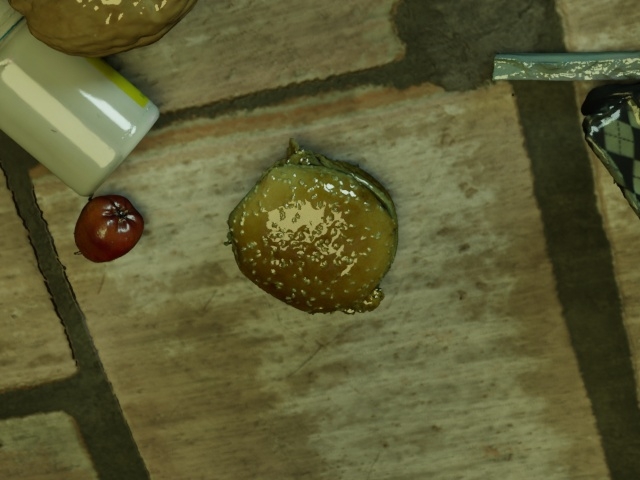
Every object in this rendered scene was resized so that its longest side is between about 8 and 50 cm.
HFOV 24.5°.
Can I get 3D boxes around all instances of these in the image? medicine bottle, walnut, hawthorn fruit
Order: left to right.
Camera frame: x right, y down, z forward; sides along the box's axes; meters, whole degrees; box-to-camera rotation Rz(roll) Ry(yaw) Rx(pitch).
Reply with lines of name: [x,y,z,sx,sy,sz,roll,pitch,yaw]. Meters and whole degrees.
medicine bottle: [-0.326,-0.181,1.722,0.258,0.143,0.143,40,115,-10]
hawthorn fruit: [-0.269,-0.010,1.833,0.081,0.081,0.093,41,132,-9]
walnut: [-0.232,-0.303,1.620,0.245,0.198,0.198,-19,110,11]

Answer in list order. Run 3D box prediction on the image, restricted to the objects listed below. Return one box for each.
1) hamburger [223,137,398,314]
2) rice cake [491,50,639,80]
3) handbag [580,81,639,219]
hamburger: [0.000,0.000,1.760,0.215,0.122,0.189,35,114,-9]
rice cake: [0.283,-0.195,1.659,0.180,0.042,0.030,0,113,10]
handbag: [0.515,-0.127,1.575,0.416,0.180,0.316,-36,103,26]
